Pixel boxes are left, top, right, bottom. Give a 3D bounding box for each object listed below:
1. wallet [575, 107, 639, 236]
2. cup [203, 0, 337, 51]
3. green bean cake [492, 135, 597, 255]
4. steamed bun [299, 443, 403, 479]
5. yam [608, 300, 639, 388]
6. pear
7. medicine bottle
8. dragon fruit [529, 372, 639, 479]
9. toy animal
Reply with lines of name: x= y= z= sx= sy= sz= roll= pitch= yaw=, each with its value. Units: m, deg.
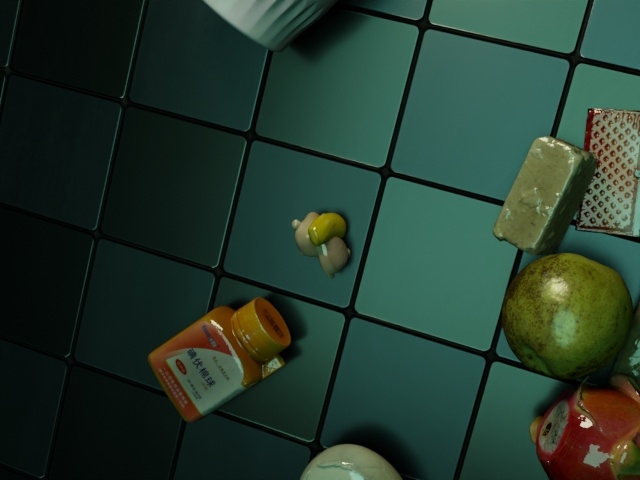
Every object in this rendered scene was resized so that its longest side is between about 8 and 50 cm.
wallet: x=0.461 y=-0.108 z=1.499 sx=0.103 sy=0.020 sz=0.196 roll=7 pitch=98 yaw=19
cup: x=-0.028 y=-0.501 z=1.493 sx=0.253 sy=0.253 sz=0.371 roll=44 pitch=108 yaw=9
green bean cake: x=0.349 y=-0.068 z=1.481 sx=0.085 sy=0.109 sz=0.179 roll=32 pitch=104 yaw=29
steamed bun: x=0.073 y=0.444 z=1.604 sx=0.177 sy=0.131 sz=0.228 roll=-42 pitch=84 yaw=26
yam: x=0.523 y=0.094 z=1.477 sx=0.066 sy=0.066 sz=0.299 roll=20 pitch=100 yaw=14
pear: x=0.371 y=0.123 z=1.451 sx=0.197 sy=0.197 sz=0.197 roll=1 pitch=95 yaw=16
medicine bottle: x=-0.169 y=0.198 z=1.663 sx=0.222 sy=0.112 sz=0.149 roll=-35 pitch=85 yaw=16
dragon fruit: x=0.441 y=0.316 z=1.440 sx=0.227 sy=0.224 sz=0.224 roll=32 pitch=103 yaw=-10
toy animal: x=0.000 y=0.000 z=1.623 sx=0.082 sy=0.091 sz=0.114 roll=-7 pitch=124 yaw=34
